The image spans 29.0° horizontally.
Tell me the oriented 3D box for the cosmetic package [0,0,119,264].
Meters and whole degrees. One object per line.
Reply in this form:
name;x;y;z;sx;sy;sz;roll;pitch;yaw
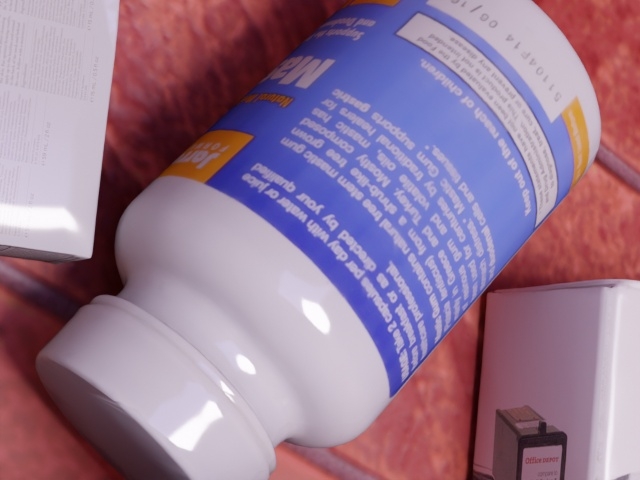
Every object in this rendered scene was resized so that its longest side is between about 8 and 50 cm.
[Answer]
cosmetic package;-0.147;-0.114;0.570;0.098;0.060;0.239;10;81;-30

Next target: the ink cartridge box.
ink cartridge box;0.193;0.170;0.706;0.198;0.114;0.273;10;81;-29

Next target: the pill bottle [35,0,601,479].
pill bottle;0.000;0.000;0.591;0.272;0.152;0.152;-45;107;-25
